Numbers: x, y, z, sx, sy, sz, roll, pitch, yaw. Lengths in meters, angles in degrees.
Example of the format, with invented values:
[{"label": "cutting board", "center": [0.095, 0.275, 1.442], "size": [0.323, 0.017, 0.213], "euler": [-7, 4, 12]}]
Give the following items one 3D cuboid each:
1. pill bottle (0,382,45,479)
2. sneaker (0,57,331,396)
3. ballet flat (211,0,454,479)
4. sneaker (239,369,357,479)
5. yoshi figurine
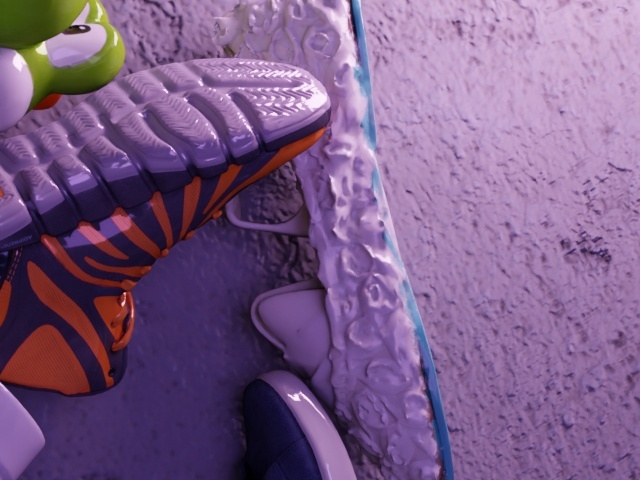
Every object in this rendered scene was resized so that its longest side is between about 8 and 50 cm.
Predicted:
[{"label": "pill bottle", "center": [-0.324, 0.193, 1.273], "size": [0.161, 0.161, 0.283], "euler": [47, 70, -15]}, {"label": "sneaker", "center": [-0.135, -0.006, 1.378], "size": [0.321, 0.124, 0.180], "euler": [-21, 127, -13]}, {"label": "ballet flat", "center": [0.000, 0.000, 1.472], "size": [0.147, 0.147, 0.409], "euler": [-9, 86, -25]}, {"label": "sneaker", "center": [-0.044, 0.274, 1.419], "size": [0.148, 0.131, 0.350], "euler": [-8, 85, -18]}, {"label": "yoshi figurine", "center": [-0.300, -0.151, 1.298], "size": [0.362, 0.203, 0.204], "euler": [-13, 85, -28]}]
